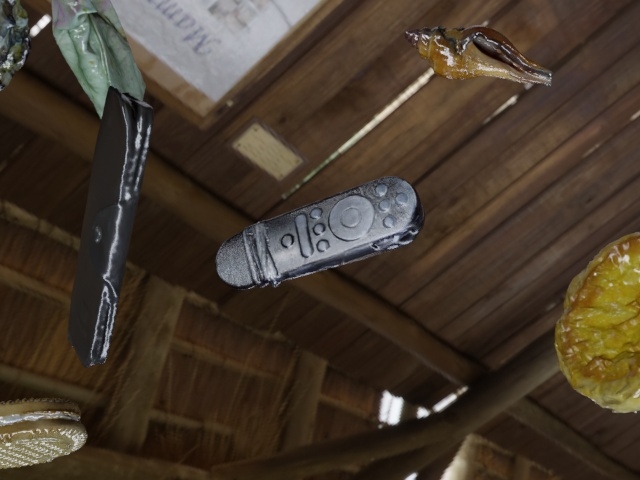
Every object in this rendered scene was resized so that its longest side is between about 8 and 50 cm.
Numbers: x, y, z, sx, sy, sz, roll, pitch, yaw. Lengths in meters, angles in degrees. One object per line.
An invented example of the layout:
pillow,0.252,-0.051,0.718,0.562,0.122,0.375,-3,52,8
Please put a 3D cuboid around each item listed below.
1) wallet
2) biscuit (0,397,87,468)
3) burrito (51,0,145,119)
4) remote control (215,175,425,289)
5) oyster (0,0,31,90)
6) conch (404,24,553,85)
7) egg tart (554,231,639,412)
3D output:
wallet,-0.296,-0.018,1.084,0.051,0.378,0.197,7,-167,-26
biscuit,-0.560,0.361,1.461,0.259,0.259,0.079,30,-140,-58
burrito,-0.334,-0.286,1.175,0.144,0.089,0.229,-95,-7,-47
remote control,0.000,0.000,0.958,0.066,0.265,0.090,49,-153,-55
oyster,-0.423,-0.304,0.873,0.158,0.162,0.351,39,150,10
conch,0.249,-0.298,1.244,0.080,0.232,0.086,-84,-7,-46
egg tart,0.482,0.113,1.081,0.129,0.341,0.341,47,-167,-24
